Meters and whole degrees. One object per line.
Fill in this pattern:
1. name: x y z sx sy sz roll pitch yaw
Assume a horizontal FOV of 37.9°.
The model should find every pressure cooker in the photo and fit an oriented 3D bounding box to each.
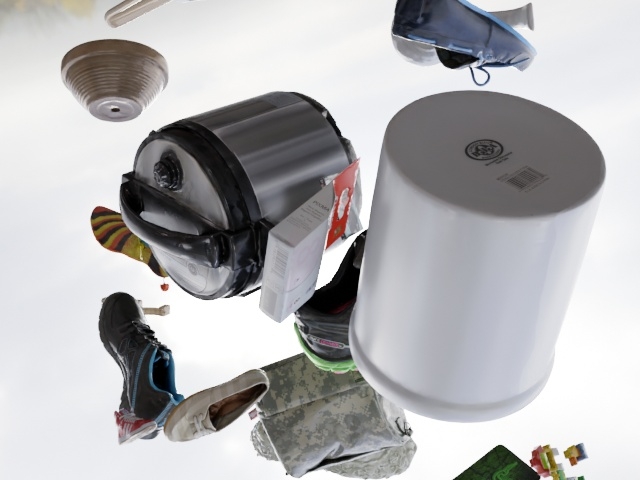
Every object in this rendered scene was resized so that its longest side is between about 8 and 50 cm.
1. pressure cooker: -0.177 -0.085 1.844 0.420 0.375 0.370 -24 175 -38

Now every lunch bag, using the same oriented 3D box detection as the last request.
1. lunch bag: 0.022 0.354 2.001 0.305 0.256 0.212 -21 172 20

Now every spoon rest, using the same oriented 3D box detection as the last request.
1. spoon rest: 0.277 -0.420 1.839 0.276 0.137 0.084 -6 -168 7

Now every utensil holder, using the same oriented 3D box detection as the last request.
1. utensil holder: 0.218 0.019 1.370 0.327 0.385 0.327 2 -140 -2

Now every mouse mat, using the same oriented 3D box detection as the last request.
1. mouse mat: 0.387 0.553 2.123 0.189 0.007 0.152 -34 -146 -15

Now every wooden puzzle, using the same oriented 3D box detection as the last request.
1. wooden puzzle: -0.181 -0.394 1.326 0.221 0.044 0.238 -40 -165 -36

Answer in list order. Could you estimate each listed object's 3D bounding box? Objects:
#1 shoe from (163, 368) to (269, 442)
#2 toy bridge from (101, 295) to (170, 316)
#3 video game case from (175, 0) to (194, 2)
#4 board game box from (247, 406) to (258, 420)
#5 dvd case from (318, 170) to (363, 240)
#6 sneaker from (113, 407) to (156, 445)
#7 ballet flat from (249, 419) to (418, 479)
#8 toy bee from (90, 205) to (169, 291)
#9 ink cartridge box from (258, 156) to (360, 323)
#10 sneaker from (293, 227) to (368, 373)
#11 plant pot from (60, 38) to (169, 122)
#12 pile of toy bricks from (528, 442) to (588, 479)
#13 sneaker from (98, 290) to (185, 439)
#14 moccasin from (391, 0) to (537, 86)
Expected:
1. shoe: -0.190 0.308 1.722 0.219 0.076 0.058 -30 -158 -9
2. toy bridge: -0.455 0.163 2.267 0.188 0.026 0.063 6 -168 24
3. video game case: -0.169 -0.633 1.887 0.300 0.036 0.329 20 -99 60
4. board game box: -0.048 0.416 2.525 0.281 0.027 0.145 -12 161 -38
5. dvd case: 0.039 -0.065 1.718 0.013 0.119 0.087 -21 -177 27
6. sneaker: -0.354 0.341 1.766 0.042 0.067 0.118 1 155 -44
7. ballet flat: 0.032 0.482 2.221 0.409 0.147 0.147 4 -166 1
8. toy bee: -0.364 0.025 2.039 0.298 0.162 0.195 10 177 12
9. ink cartridge box: 0.000 0.000 1.474 0.066 0.189 0.232 37 -128 22
10. sneaker: 0.158 0.056 1.694 0.483 0.202 0.185 -34 -152 1
11. plant pot: -0.450 -0.333 2.052 0.237 0.110 0.237 -5 160 -2
12. pile of toy bricks: 0.464 0.476 1.741 0.105 0.212 0.118 6 149 -39
13. sneaker: -0.363 0.238 1.951 0.125 0.341 0.139 12 135 -47
14. moccasin: 0.238 -0.352 1.616 0.342 0.117 0.138 16 -163 -39
